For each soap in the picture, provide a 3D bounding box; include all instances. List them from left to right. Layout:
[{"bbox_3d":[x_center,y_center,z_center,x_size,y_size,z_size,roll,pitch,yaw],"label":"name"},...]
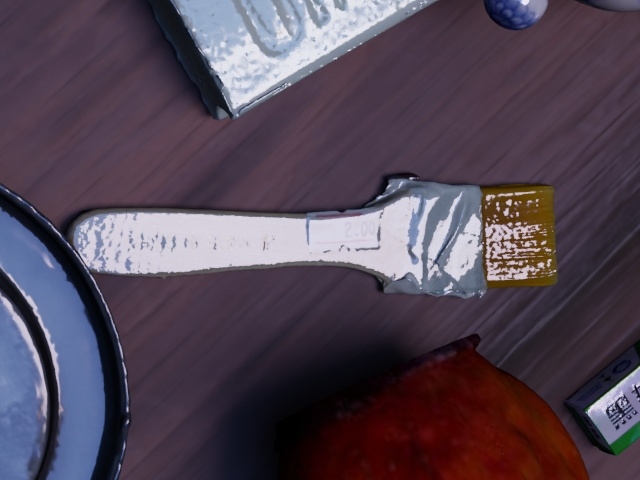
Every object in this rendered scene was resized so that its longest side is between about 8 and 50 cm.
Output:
[{"bbox_3d":[-0.005,-0.171,1.111,0.198,0.063,0.115,-32,101,-12],"label":"soap"}]

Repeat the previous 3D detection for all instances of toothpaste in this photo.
[{"bbox_3d":[0.254,0.078,1.221,0.178,0.037,0.043,-37,105,-11],"label":"toothpaste"}]

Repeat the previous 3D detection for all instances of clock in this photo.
[{"bbox_3d":[-0.277,0.101,1.051,0.318,0.066,0.319,-1,95,-17],"label":"clock"}]

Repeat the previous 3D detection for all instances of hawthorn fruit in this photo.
[{"bbox_3d":[0.087,0.176,1.084,0.189,0.189,0.251,-39,62,-10],"label":"hawthorn fruit"}]

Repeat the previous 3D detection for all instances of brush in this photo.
[{"bbox_3d":[0.000,0.000,1.148,0.336,0.020,0.085,-2,95,-16],"label":"brush"}]

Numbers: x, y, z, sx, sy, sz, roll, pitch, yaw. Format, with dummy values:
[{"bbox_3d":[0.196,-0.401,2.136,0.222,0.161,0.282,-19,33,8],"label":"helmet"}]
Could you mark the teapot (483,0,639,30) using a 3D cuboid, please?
[{"bbox_3d":[0.197,-0.243,1.074,0.280,0.252,0.424,-52,137,6],"label":"teapot"}]
